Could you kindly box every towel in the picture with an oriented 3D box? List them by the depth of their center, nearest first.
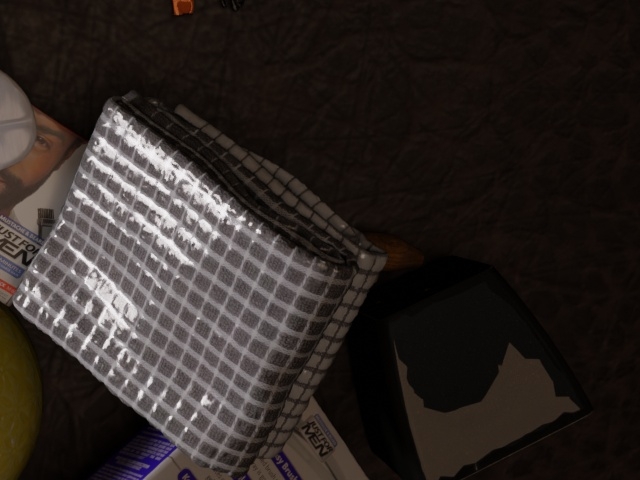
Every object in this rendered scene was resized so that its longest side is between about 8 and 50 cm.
[{"bbox_3d":[-0.114,0.031,1.013,0.284,0.121,0.235,36,117,20],"label":"towel"}]

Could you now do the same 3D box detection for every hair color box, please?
[{"bbox_3d":[-0.278,-0.035,1.093,0.093,0.053,0.167,34,89,-19],"label":"hair color box"},{"bbox_3d":[-0.126,0.275,1.114,0.339,0.110,0.185,-41,110,-26],"label":"hair color box"}]

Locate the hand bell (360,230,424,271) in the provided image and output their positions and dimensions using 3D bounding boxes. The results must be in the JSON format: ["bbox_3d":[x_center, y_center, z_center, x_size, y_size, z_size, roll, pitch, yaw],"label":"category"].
[{"bbox_3d":[0.000,0.000,1.168,0.242,0.126,0.126,9,98,-29],"label":"hand bell"}]

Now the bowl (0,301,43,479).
[{"bbox_3d":[-0.388,0.164,1.047,0.290,0.156,0.289,-3,101,-16],"label":"bowl"}]

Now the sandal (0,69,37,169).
[{"bbox_3d":[-0.373,-0.100,1.046,0.265,0.076,0.101,-6,92,7],"label":"sandal"}]

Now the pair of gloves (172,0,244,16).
[{"bbox_3d":[-0.108,-0.251,1.122,0.083,0.010,0.074,-9,102,-17],"label":"pair of gloves"}]

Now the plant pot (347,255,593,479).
[{"bbox_3d":[0.125,0.117,1.180,0.188,0.188,0.166,-24,98,-10],"label":"plant pot"}]
